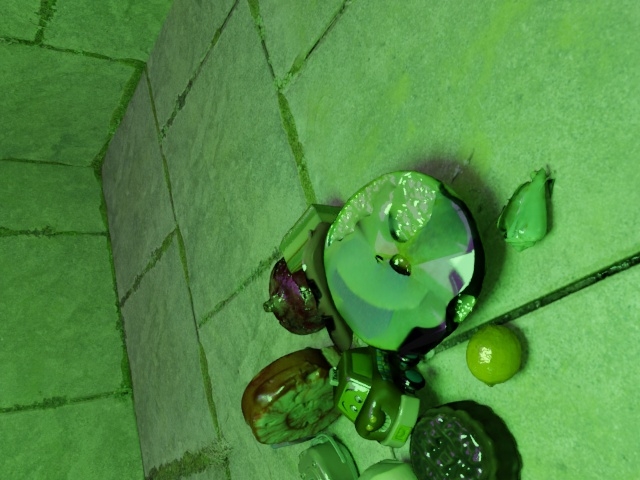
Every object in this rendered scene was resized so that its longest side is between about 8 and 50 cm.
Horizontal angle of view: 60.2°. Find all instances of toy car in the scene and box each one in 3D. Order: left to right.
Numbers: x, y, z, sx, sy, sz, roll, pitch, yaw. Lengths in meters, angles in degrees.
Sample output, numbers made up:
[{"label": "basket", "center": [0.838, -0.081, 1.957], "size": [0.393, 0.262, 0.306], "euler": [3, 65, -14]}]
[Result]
[{"label": "toy car", "center": [0.115, 0.349, 1.296], "size": [0.248, 0.198, 0.204], "euler": [-91, 19, -64]}]

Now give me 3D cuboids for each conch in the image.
[{"label": "conch", "center": [0.398, -0.061, 1.085], "size": [0.105, 0.079, 0.170], "euler": [10, 83, 47]}]

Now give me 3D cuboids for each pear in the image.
[{"label": "pear", "center": [0.209, 0.042, 1.237], "size": [0.399, 0.165, 0.399], "euler": [3, 94, 42]}]

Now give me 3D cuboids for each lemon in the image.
[{"label": "lemon", "center": [0.348, 0.231, 1.114], "size": [0.109, 0.109, 0.133], "euler": [14, 108, 53]}]

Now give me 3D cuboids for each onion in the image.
[{"label": "onion", "center": [-0.071, 0.156, 1.591], "size": [0.252, 0.219, 0.252], "euler": [23, 119, 51]}]

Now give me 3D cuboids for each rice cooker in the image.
[{"label": "rice cooker", "center": [0.023, 0.651, 1.539], "size": [0.206, 0.127, 0.145], "euler": [56, 131, 26]}]

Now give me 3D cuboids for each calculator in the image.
[{"label": "calculator", "center": [0.036, 0.109, 1.385], "size": [0.048, 0.220, 0.330], "euler": [-8, 122, 28]}]

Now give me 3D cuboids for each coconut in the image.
[{"label": "coconut", "center": [0.178, 0.634, 1.262], "size": [0.241, 0.241, 0.241], "euler": [0, 90, 53]}]

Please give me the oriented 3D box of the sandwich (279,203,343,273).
[{"label": "sandwich", "center": [0.000, 0.000, 1.532], "size": [0.187, 0.144, 0.117], "euler": [-49, 50, 30]}]

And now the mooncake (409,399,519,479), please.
[{"label": "mooncake", "center": [0.297, 0.457, 1.172], "size": [0.228, 0.124, 0.228], "euler": [-2, 87, 52]}]

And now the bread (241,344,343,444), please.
[{"label": "bread", "center": [-0.048, 0.414, 1.466], "size": [0.114, 0.327, 0.295], "euler": [52, 132, 38]}]

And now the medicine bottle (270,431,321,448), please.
[{"label": "medicine bottle", "center": [-0.071, 0.563, 1.670], "size": [0.188, 0.119, 0.094], "euler": [-35, 67, 48]}]
